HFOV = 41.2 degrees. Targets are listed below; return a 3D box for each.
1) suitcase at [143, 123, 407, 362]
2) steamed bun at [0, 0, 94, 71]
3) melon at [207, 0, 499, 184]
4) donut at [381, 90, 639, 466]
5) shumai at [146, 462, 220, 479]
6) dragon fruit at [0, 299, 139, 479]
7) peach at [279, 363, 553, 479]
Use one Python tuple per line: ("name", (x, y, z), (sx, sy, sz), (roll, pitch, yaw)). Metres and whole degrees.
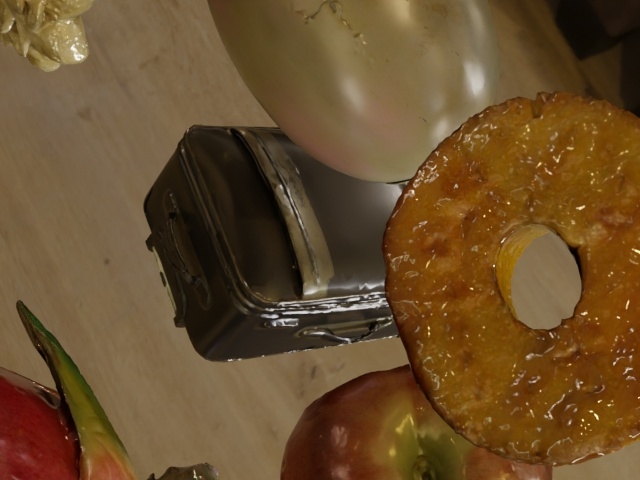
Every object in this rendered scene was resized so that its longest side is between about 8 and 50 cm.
("suitcase", (0.000, 0.000, 1.091), (0.433, 0.194, 0.283), (-3, 58, -38))
("steamed bun", (-0.483, -0.413, 1.393), (0.137, 0.295, 0.292), (-21, 91, -39))
("melon", (0.025, -0.201, 0.745), (0.223, 0.223, 0.317), (-41, 107, -25))
("donut", (0.099, 0.017, 0.360), (0.058, 0.151, 0.152), (20, 58, -51))
("shumai", (-0.151, 0.310, 0.885), (0.205, 0.166, 0.176), (9, 41, -23))
("dragon fruit", (-0.247, 0.161, 0.450), (0.290, 0.291, 0.189), (-33, 65, -24))
("peach", (0.083, 0.230, 0.745), (0.232, 0.257, 0.233), (-1, 62, 1))
